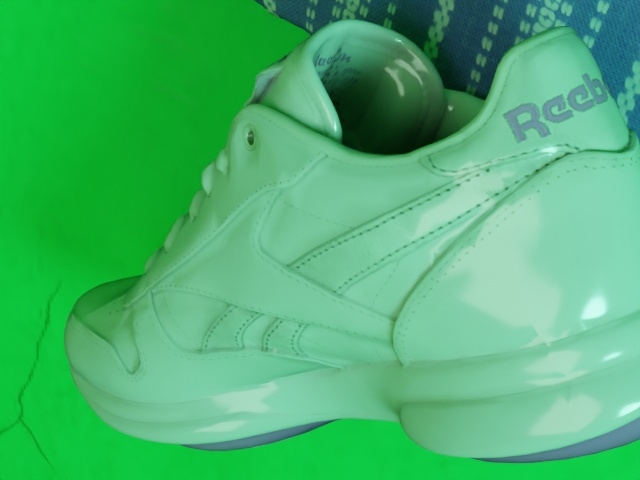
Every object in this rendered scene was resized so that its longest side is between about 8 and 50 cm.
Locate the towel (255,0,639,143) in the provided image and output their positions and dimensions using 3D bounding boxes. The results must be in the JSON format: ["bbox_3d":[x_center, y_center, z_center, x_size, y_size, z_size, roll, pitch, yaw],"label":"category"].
[{"bbox_3d":[0.034,-0.168,0.416,0.336,0.040,0.243,34,133,21],"label":"towel"}]

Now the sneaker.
[{"bbox_3d":[0.000,0.000,0.478,0.305,0.114,0.152,-9,102,45],"label":"sneaker"}]
